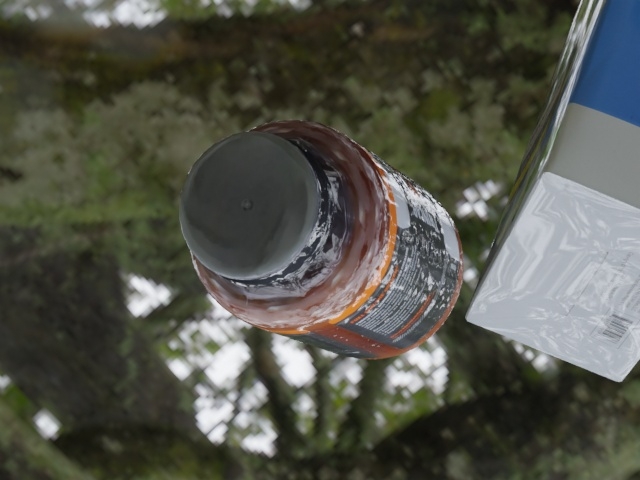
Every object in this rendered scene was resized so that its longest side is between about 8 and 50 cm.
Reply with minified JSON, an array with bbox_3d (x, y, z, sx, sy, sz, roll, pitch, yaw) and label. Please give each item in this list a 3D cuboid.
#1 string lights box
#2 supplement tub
[{"bbox_3d":[0.148,-0.086,0.763,0.133,0.076,0.260,109,3,-61],"label":"string lights box"},{"bbox_3d":[0.000,0.000,0.908,0.106,0.198,0.106,-3,-101,19],"label":"supplement tub"}]
